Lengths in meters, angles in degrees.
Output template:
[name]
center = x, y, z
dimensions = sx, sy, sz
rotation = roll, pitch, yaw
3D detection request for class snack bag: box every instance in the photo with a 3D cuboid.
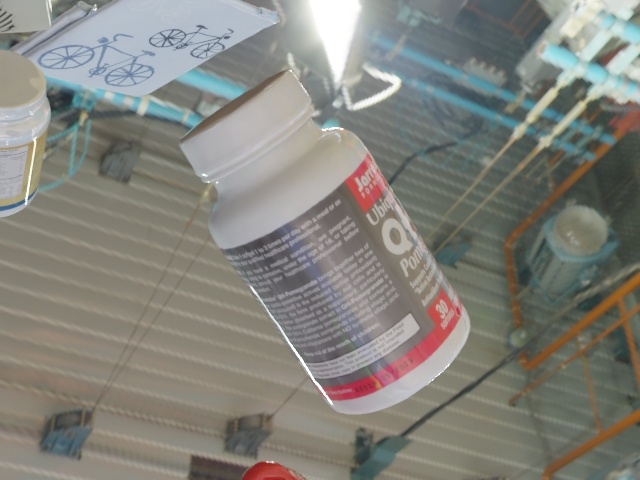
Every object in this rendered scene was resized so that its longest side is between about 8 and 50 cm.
[snack bag]
center = -0.280, -0.333, 1.525
dimensions = 0.323, 0.342, 0.037
rotation = 3, -112, -60

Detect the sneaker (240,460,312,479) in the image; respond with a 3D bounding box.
[sneaker]
center = 0.010, 0.313, 0.840
dimensions = 0.107, 0.118, 0.279
rotation = -40, -118, -11

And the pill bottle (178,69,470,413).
[pill bottle]
center = 0.000, 0.000, 0.936
dimensions = 0.319, 0.176, 0.176
rotation = 57, -139, -15

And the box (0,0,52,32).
[box]
center = -0.406, -0.385, 1.209
dimensions = 0.094, 0.275, 0.113
rotation = -7, -109, -13

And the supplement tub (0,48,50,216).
[supplement tub]
center = -0.445, -0.143, 1.272
dimensions = 0.144, 0.200, 0.144
rotation = 13, -136, -13
